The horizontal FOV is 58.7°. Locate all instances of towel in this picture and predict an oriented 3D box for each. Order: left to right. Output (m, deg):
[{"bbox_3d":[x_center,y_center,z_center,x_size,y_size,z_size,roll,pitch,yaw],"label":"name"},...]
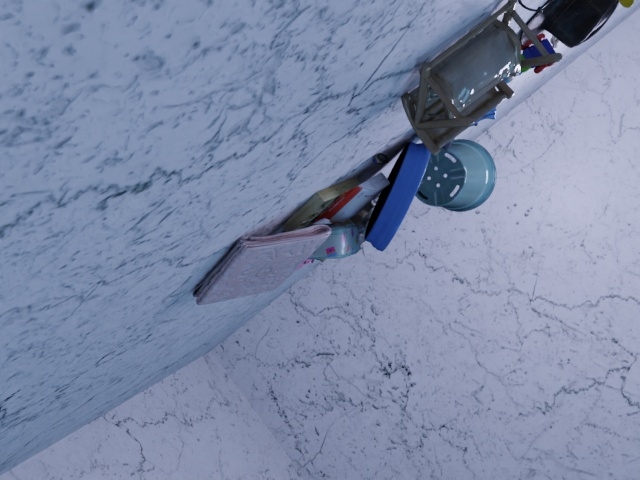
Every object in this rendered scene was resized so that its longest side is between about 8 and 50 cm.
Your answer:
[{"bbox_3d":[-0.168,0.069,1.631,0.317,0.053,0.332,-9,154,-43],"label":"towel"}]

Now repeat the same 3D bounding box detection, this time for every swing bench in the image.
[{"bbox_3d":[0.330,-0.347,1.247,0.253,0.165,0.255,-38,180,-8],"label":"swing bench"}]

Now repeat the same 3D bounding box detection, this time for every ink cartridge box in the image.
[{"bbox_3d":[0.097,-0.115,1.807,0.189,0.066,0.232,-43,177,41],"label":"ink cartridge box"}]

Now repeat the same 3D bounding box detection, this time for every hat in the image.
[{"bbox_3d":[0.715,-0.622,1.551,0.331,0.134,0.331,-38,175,-4],"label":"hat"}]

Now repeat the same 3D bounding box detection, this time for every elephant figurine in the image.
[{"bbox_3d":[0.196,-0.094,2.364,0.239,0.169,0.186,-36,172,10],"label":"elephant figurine"}]

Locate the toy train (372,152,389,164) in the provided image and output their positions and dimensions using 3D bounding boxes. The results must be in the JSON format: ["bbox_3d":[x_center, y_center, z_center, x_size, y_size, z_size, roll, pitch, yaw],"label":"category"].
[{"bbox_3d":[0.189,-0.253,1.782,0.036,0.027,0.158,-28,178,15],"label":"toy train"}]

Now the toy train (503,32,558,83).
[{"bbox_3d":[0.689,-0.591,1.847,0.248,0.105,0.143,-34,-177,-38],"label":"toy train"}]

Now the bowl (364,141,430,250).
[{"bbox_3d":[0.253,-0.153,1.921,0.391,0.077,0.391,-156,-90,-90],"label":"bowl"}]

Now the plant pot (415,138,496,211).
[{"bbox_3d":[0.568,-0.285,2.528,0.341,0.341,0.334,-41,165,29],"label":"plant pot"}]

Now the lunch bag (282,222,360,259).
[{"bbox_3d":[0.000,0.000,1.863,0.224,0.107,0.279,0,-176,18],"label":"lunch bag"}]

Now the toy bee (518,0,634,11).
[{"bbox_3d":[0.537,-0.548,1.078,0.162,0.298,0.195,-73,167,-49],"label":"toy bee"}]

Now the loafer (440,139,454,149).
[{"bbox_3d":[0.387,-0.361,1.921,0.302,0.095,0.109,-82,-165,-83],"label":"loafer"}]

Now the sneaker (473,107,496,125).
[{"bbox_3d":[0.429,-0.371,1.734,0.209,0.082,0.069,-13,-153,25],"label":"sneaker"}]

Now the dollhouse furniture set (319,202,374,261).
[{"bbox_3d":[0.046,-0.058,2.144,0.259,0.135,0.262,-48,179,-25],"label":"dollhouse furniture set"}]

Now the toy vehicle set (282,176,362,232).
[{"bbox_3d":[0.009,-0.111,1.750,0.166,0.035,0.267,-42,173,32],"label":"toy vehicle set"}]

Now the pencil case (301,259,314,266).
[{"bbox_3d":[-0.121,0.089,2.235,0.209,0.098,0.095,-32,172,-40],"label":"pencil case"}]
